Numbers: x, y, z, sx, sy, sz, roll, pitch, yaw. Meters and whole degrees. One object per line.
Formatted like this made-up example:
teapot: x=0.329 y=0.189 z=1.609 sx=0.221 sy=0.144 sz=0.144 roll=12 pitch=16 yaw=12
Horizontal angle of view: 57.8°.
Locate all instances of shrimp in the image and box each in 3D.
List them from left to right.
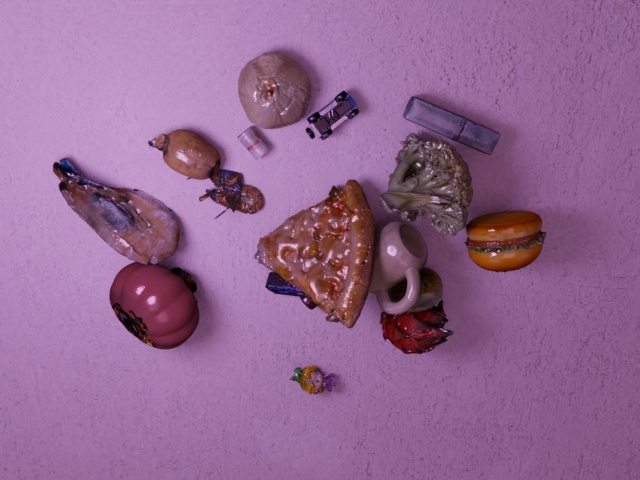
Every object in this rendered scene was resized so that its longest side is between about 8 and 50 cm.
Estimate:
shrimp: x=-0.620 y=-0.100 z=1.760 sx=0.445 sy=0.221 sz=0.110 roll=38 pitch=144 yaw=-4
shrimp: x=-0.269 y=-0.134 z=1.819 sx=0.184 sy=0.043 sz=0.092 roll=7 pitch=102 yaw=-10

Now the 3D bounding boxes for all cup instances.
cup: x=0.208 y=0.079 z=1.758 sx=0.173 sy=0.255 sz=0.202 roll=33 pitch=132 yaw=-24

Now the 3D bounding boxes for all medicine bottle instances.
medicine bottle: x=-0.202 y=-0.295 z=1.751 sx=0.057 sy=0.057 sz=0.089 roll=-37 pitch=106 yaw=12

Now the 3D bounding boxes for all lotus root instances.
lotus root: x=-0.401 y=-0.262 z=1.726 sx=0.220 sy=0.125 sz=0.118 roll=28 pitch=147 yaw=-13

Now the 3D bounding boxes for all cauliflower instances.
cauliflower: x=0.302 y=-0.157 z=1.719 sx=0.281 sy=0.260 sz=0.327 roll=-21 pitch=74 yaw=4

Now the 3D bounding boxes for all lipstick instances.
lipstick: x=0.387 y=-0.345 z=1.729 sx=0.289 sy=0.077 sz=0.076 roll=23 pitch=108 yaw=-7

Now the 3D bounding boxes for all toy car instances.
toy car: x=0.030 y=-0.366 z=1.721 sx=0.170 sy=0.070 sz=0.080 roll=-37 pitch=106 yaw=10

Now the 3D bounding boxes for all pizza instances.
pizza: x=0.030 y=0.001 z=1.753 sx=0.435 sy=0.080 sz=0.392 roll=35 pitch=91 yaw=27

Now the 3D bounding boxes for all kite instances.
kite: x=-0.307 y=-0.165 z=1.791 sx=0.160 sy=0.010 sz=0.183 roll=-34 pitch=82 yaw=-14

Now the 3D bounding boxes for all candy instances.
candy: x=-0.022 y=0.148 z=1.828 sx=0.312 sy=0.088 sz=0.061 roll=4 pitch=72 yaw=25

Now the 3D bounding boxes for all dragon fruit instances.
dragon fruit: x=0.311 y=0.273 z=1.871 sx=0.274 sy=0.192 sz=0.193 roll=19 pitch=109 yaw=38

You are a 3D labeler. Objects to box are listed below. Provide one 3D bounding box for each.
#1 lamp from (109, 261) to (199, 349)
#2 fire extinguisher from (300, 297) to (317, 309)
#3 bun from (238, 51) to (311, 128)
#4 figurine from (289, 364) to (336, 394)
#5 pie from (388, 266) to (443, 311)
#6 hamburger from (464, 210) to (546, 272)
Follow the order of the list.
lamp: x=-0.508 y=0.191 z=1.823 sx=0.305 sy=0.239 sz=0.305 roll=26 pitch=141 yaw=23
fire extinguisher: x=0.028 y=0.121 z=1.896 sx=0.231 sy=0.071 sz=0.099 roll=-42 pitch=89 yaw=12
bun: x=-0.134 y=-0.428 z=1.663 sx=0.220 sy=0.134 sz=0.221 roll=1 pitch=107 yaw=2
figurine: x=-0.037 y=0.493 z=2.018 sx=0.156 sy=0.095 sz=0.115 roll=14 pitch=131 yaw=-24
pie: x=0.300 y=0.154 z=1.849 sx=0.186 sy=0.187 sz=0.041 roll=-13 pitch=132 yaw=4
hamburger: x=0.567 y=0.008 z=1.772 sx=0.245 sy=0.246 sz=0.170 roll=-8 pitch=101 yaw=2
